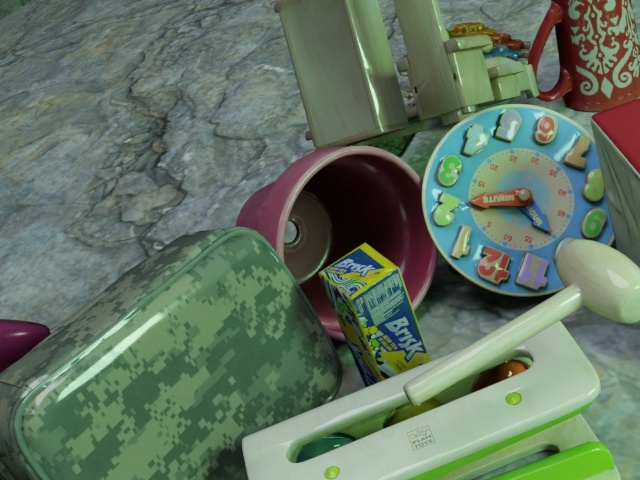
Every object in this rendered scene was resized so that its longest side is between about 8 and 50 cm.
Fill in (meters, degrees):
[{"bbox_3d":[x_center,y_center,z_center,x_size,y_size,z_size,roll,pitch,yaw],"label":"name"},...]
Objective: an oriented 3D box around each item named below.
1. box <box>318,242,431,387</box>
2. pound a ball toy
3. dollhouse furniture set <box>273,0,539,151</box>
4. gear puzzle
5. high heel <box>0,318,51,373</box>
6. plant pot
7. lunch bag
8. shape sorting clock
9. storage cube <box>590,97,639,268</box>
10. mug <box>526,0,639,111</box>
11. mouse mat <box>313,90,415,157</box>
[{"bbox_3d":[0.058,0.089,0.794,0.054,0.169,0.059,-31,35,-15],"label":"box"},{"bbox_3d":[0.095,0.128,0.683,0.319,0.208,0.135,-23,33,0],"label":"pound a ball toy"},{"bbox_3d":[0.143,-0.227,1.008,0.356,0.173,0.303,-19,5,-41],"label":"dollhouse furniture set"},{"bbox_3d":[0.223,-0.298,1.292,0.176,0.044,0.339,0,21,14],"label":"gear puzzle"},{"bbox_3d":[-0.494,0.221,1.030,0.377,0.127,0.181,-20,62,-3],"label":"high heel"},{"bbox_3d":[0.000,0.000,0.955,0.201,0.201,0.180,-38,20,-22],"label":"plant pot"},{"bbox_3d":[-0.168,0.139,0.823,0.256,0.212,0.305,-7,30,51],"label":"lunch bag"},{"bbox_3d":[0.208,-0.044,0.899,0.206,0.206,0.040,-24,-7,-2],"label":"shape sorting clock"},{"bbox_3d":[0.376,-0.030,0.766,0.193,0.183,0.215,-19,33,7],"label":"storage cube"},{"bbox_3d":[0.346,-0.259,1.120,0.150,0.169,0.113,-40,38,-25],"label":"mug"},{"bbox_3d":[0.084,-0.174,1.302,0.153,0.007,0.189,1,39,32],"label":"mouse mat"}]
